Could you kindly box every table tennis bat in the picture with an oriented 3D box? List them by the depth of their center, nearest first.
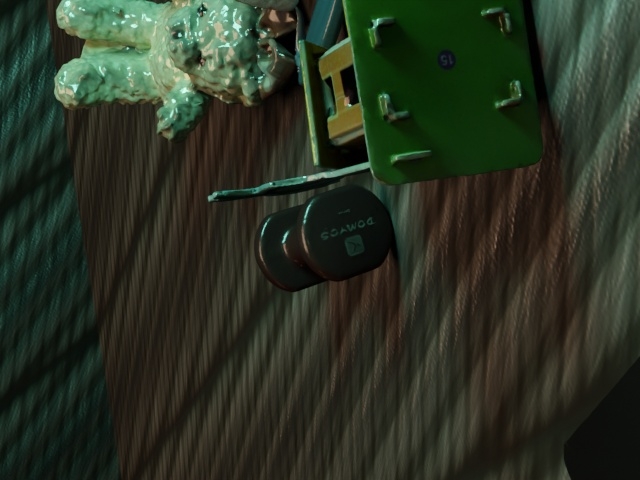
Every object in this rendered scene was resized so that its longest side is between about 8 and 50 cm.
[{"bbox_3d":[0.023,-0.338,1.587,0.329,0.044,0.215,112,171,-49],"label":"table tennis bat"}]

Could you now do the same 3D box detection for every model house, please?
[{"bbox_3d":[0.020,-0.194,1.390,0.323,0.340,0.300,167,94,-71],"label":"model house"}]

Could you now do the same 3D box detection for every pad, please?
[{"bbox_3d":[0.333,0.236,1.262,0.267,0.004,0.181,113,141,-52],"label":"pad"}]

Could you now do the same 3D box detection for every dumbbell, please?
[{"bbox_3d":[0.000,0.000,1.768,0.225,0.140,0.124,-19,90,68],"label":"dumbbell"}]

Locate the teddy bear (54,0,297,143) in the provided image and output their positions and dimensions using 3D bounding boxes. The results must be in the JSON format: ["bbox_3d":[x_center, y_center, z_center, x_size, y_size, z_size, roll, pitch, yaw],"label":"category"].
[{"bbox_3d":[-0.241,-0.320,1.980,0.362,0.375,0.328,-160,73,-79],"label":"teddy bear"}]

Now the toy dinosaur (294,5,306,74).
[{"bbox_3d":[-0.011,-0.255,1.802,0.080,0.045,0.197,-7,103,70],"label":"toy dinosaur"}]

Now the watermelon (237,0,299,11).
[{"bbox_3d":[-0.090,-0.445,1.728,0.387,0.228,0.258,-155,48,-69],"label":"watermelon"}]
